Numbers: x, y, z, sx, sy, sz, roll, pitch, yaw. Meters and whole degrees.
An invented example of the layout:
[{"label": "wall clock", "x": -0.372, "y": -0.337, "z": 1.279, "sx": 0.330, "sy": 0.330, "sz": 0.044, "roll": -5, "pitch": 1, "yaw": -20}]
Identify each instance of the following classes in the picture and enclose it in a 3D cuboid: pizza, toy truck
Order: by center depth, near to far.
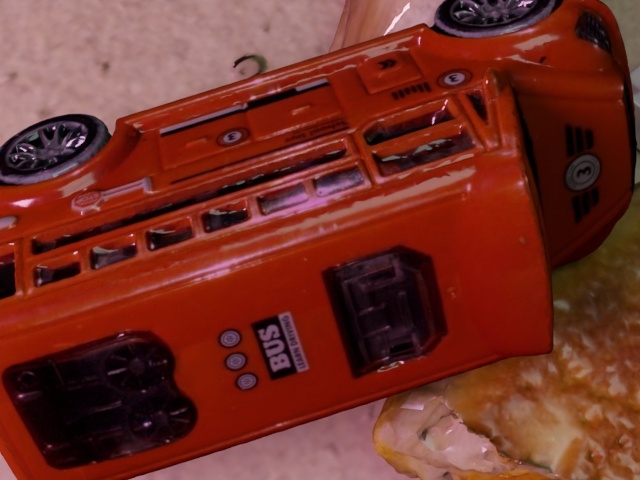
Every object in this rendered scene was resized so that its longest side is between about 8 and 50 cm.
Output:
[{"label": "toy truck", "x": 0.000, "y": 0.000, "z": 0.406, "sx": 0.252, "sy": 0.107, "sz": 0.114, "roll": -17, "pitch": 35, "yaw": 0}, {"label": "pizza", "x": 0.189, "y": 0.071, "z": 0.473, "sx": 0.335, "sy": 0.086, "sz": 0.226, "roll": -15, "pitch": 67, "yaw": -18}]

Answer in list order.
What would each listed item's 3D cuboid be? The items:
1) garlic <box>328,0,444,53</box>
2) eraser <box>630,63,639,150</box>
[{"label": "garlic", "x": 0.063, "y": -0.138, "z": 0.525, "sx": 0.128, "sy": 0.115, "sz": 0.207, "roll": 22, "pitch": 67, "yaw": -10}, {"label": "eraser", "x": 0.198, "y": -0.079, "z": 0.576, "sx": 0.105, "sy": 0.026, "sz": 0.065, "roll": -41, "pitch": 83, "yaw": -25}]
